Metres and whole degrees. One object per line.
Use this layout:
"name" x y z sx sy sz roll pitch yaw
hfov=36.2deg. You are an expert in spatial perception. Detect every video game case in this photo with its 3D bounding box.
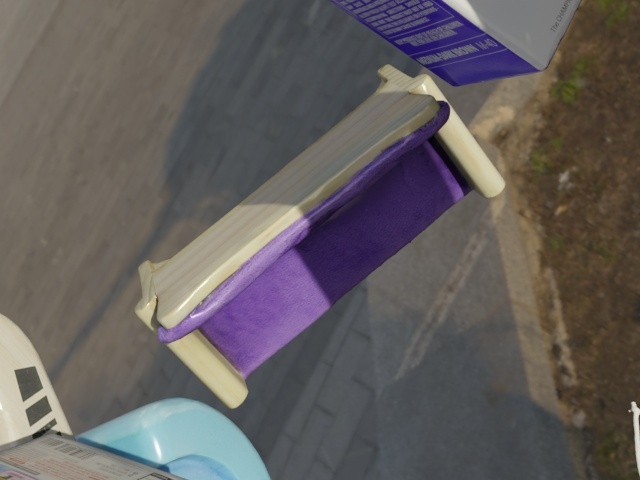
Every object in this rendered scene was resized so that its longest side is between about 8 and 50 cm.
"video game case" -0.155 0.149 0.531 0.157 0.143 0.019 7 103 37

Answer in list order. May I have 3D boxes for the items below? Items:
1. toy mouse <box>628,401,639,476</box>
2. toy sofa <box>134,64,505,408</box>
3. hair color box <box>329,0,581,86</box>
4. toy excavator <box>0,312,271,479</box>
"toy mouse" 0.135 0.170 0.463 0.031 0.143 0.161 105 144 -64
"toy sofa" 0.000 0.000 0.978 0.362 0.150 0.177 -39 24 1
"hair color box" 0.005 -0.247 0.504 0.185 0.339 0.110 -61 21 -7
"toy excavator" -0.194 0.196 0.762 0.222 0.433 0.445 -28 78 30
